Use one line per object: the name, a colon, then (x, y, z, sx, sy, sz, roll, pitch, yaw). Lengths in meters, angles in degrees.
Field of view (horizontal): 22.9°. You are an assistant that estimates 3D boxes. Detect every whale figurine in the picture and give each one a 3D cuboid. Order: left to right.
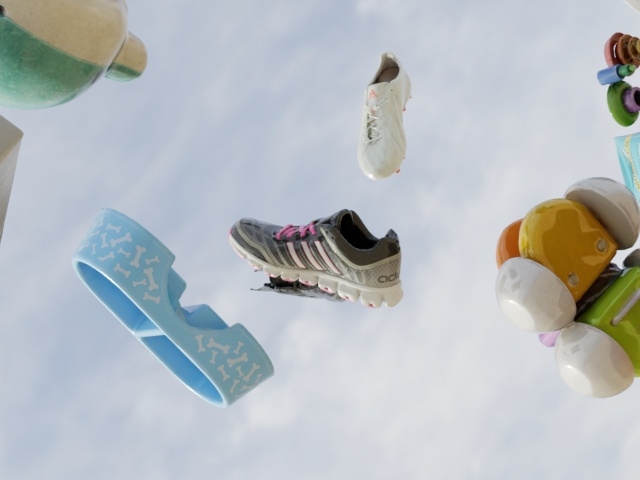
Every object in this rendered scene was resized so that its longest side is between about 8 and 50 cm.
whale figurine: (-0.254, -0.197, 1.389, 0.141, 0.216, 0.272, -53, 4, 12)

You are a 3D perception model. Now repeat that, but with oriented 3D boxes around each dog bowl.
dog bowl: (-0.187, 0.090, 1.936, 0.297, 0.166, 0.074, 47, -109, -12)

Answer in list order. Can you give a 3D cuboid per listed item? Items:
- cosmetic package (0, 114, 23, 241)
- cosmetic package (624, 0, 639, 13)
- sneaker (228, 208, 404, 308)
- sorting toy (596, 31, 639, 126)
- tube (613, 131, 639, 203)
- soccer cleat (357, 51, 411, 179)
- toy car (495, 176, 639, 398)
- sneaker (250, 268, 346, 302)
cosmetic package: (-0.306, -0.013, 1.179, 0.127, 0.107, 0.238, -54, 0, -32)
cosmetic package: (0.391, -0.425, 1.888, 0.224, 0.224, 0.138, -48, 10, 34)
sneaker: (0.000, 0.000, 1.412, 0.063, 0.170, 0.075, -36, -39, -61)
sorting toy: (0.326, -0.173, 1.660, 0.061, 0.042, 0.102, 2, -102, -44)
tube: (0.359, -0.089, 1.667, 0.052, 0.080, 0.207, -8, -6, -11)
soccer cleat: (0.079, -0.161, 2.054, 0.076, 0.068, 0.196, 64, -153, -42)
toy car: (0.229, 0.048, 1.387, 0.159, 0.182, 0.136, -45, 6, -26)
sneaker: (-0.022, 0.046, 1.898, 0.089, 0.170, 0.051, 9, -97, -15)
